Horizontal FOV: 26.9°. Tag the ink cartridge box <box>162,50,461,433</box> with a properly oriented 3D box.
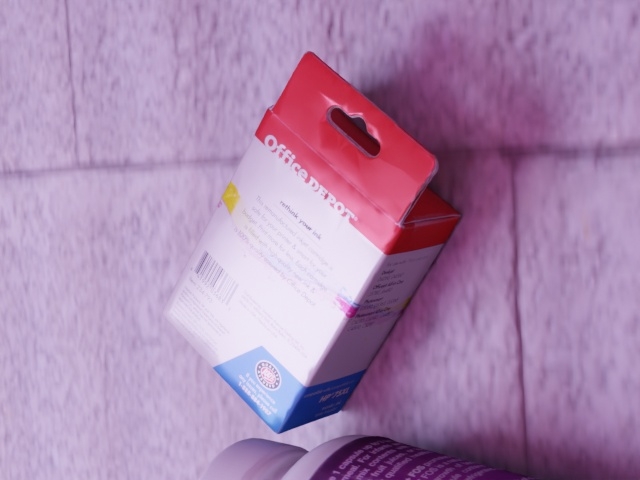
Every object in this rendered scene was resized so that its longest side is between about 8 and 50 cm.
[{"bbox_3d":[0.000,0.000,0.916,0.134,0.078,0.231,43,118,25],"label":"ink cartridge box"}]

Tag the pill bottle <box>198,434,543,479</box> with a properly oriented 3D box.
[{"bbox_3d":[0.062,0.216,0.837,0.302,0.169,0.169,10,101,36],"label":"pill bottle"}]
